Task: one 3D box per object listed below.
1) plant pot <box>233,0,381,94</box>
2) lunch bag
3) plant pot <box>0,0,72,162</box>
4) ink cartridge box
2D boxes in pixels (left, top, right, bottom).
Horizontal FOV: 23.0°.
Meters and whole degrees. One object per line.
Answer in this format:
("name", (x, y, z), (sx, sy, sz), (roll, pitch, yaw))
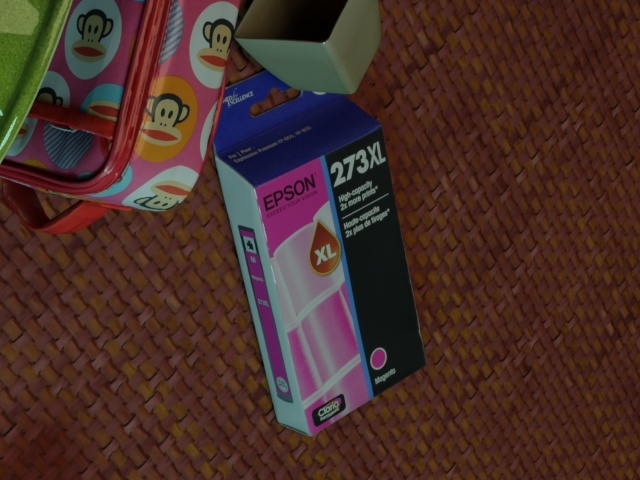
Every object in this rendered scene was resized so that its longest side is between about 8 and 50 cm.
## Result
("plant pot", (-0.001, -0.201, 1.523), (0.109, 0.109, 0.096), (-63, 143, -28))
("lunch bag", (-0.201, -0.134, 1.250), (0.120, 0.293, 0.258), (10, 94, -46))
("plant pot", (-0.389, -0.219, 1.060), (0.353, 0.366, 0.366), (18, 89, -30))
("ink cartridge box", (0.000, 0.000, 1.611), (0.175, 0.069, 0.371), (-28, 115, -33))
